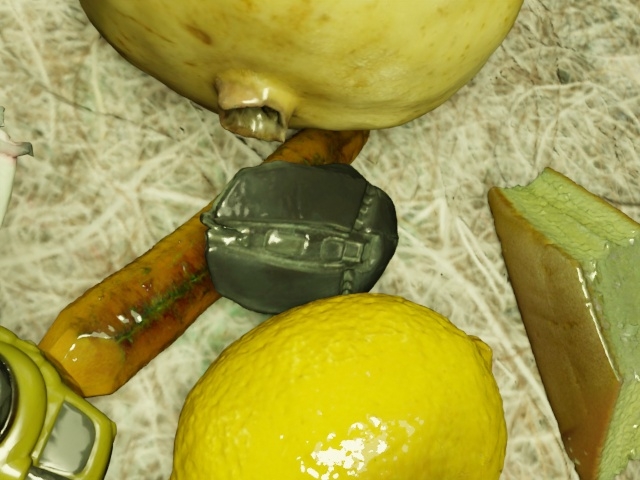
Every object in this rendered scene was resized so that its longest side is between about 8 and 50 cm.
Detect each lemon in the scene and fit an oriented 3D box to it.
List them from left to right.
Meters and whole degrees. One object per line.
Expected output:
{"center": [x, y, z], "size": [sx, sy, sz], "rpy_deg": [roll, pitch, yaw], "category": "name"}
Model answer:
{"center": [0.011, 0.131, 0.642], "size": [0.256, 0.188, 0.188], "rpy_deg": [-30, 87, -18], "category": "lemon"}

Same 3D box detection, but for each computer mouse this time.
{"center": [0.000, 0.000, 0.703], "size": [0.192, 0.062, 0.106], "rpy_deg": [2, 103, -51], "category": "computer mouse"}

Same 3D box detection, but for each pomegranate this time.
{"center": [-0.022, -0.221, 0.662], "size": [0.332, 0.332, 0.333], "rpy_deg": [6, 73, -19], "category": "pomegranate"}

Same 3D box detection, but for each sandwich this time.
{"center": [0.217, 0.060, 0.795], "size": [0.094, 0.096, 0.258], "rpy_deg": [-15, 83, -29], "category": "sandwich"}

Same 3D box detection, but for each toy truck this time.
{"center": [-0.187, 0.168, 0.569], "size": [0.165, 0.147, 0.224], "rpy_deg": [20, 65, -6], "category": "toy truck"}

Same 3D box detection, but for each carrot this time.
{"center": [-0.067, -0.006, 0.723], "size": [0.066, 0.066, 0.314], "rpy_deg": [48, 61, -2], "category": "carrot"}

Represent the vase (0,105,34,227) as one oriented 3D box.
{"center": [-0.327, 0.086, 0.417], "size": [0.250, 0.250, 0.445], "rpy_deg": [33, 101, -9], "category": "vase"}
